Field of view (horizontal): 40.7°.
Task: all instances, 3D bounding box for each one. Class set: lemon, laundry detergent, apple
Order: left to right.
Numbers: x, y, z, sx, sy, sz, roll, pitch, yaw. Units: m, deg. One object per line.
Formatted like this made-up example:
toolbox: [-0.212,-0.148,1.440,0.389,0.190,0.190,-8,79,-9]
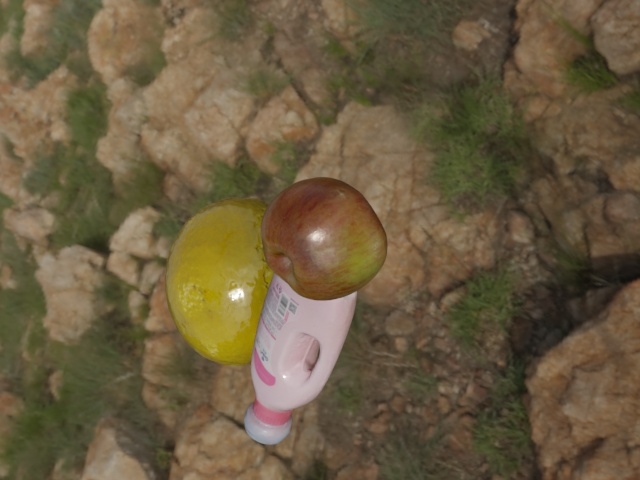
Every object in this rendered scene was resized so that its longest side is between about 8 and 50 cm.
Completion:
lemon: [-0.136,0.071,1.527,0.297,0.297,0.297,-25,55,42]
laundry detergent: [-0.043,0.175,1.330,0.159,0.087,0.335,43,129,36]
apple: [0.002,0.000,0.858,0.102,0.126,0.126,-36,26,-29]
